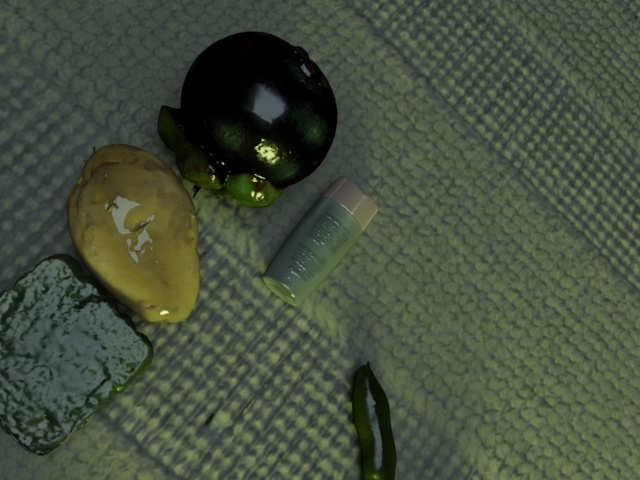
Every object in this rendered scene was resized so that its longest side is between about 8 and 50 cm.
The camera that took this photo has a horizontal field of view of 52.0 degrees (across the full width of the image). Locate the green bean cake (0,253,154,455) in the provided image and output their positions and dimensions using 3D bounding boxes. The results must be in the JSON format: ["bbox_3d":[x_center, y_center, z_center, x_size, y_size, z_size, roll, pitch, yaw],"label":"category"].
[{"bbox_3d":[-0.324,0.136,0.793,0.185,0.094,0.183,-44,96,-21],"label":"green bean cake"}]

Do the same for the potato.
[{"bbox_3d":[-0.235,-0.009,0.834,0.161,0.128,0.235,-3,85,-18],"label":"potato"}]

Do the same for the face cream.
[{"bbox_3d":[0.000,0.000,0.953,0.084,0.057,0.198,43,68,-8],"label":"face cream"}]

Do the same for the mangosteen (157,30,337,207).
[{"bbox_3d":[-0.094,-0.160,0.879,0.243,0.243,0.243,4,78,-18],"label":"mangosteen"}]

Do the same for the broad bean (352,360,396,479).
[{"bbox_3d":[0.076,0.299,0.925,0.065,0.046,0.255,2,80,-19],"label":"broad bean"}]
